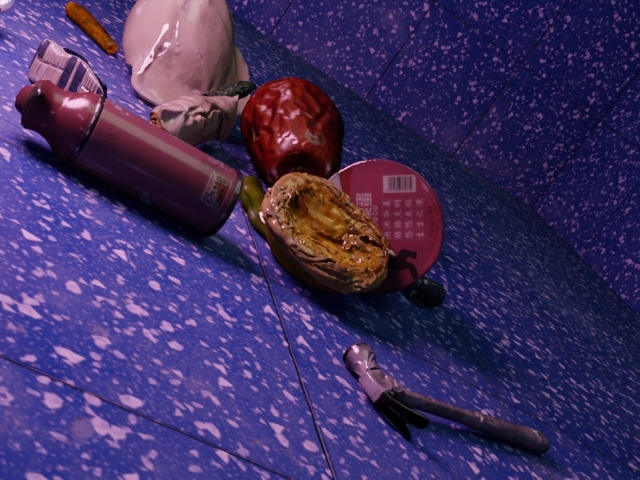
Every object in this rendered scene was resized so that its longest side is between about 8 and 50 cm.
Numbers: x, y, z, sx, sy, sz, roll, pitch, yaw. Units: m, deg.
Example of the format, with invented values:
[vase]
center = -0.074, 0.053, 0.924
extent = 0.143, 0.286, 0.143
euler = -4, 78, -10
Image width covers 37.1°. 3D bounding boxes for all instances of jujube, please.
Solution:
[jujube]
center = -0.055, -0.211, 1.966
extent = 0.223, 0.223, 0.318
euler = 30, 23, -21

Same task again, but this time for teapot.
[teapot]
center = 0.200, 0.103, 1.864
extent = 0.083, 0.063, 0.049
euler = 27, -14, -23

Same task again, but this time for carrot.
[carrot]
center = -0.487, -0.452, 2.032
extent = 0.170, 0.042, 0.042
euler = 46, 17, 26

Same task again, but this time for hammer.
[hammer]
center = 0.209, 0.254, 1.413
extent = 0.427, 0.044, 0.152
euler = 23, 21, -42

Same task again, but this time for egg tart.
[egg tart]
center = 0.000, 0.000, 1.550
extent = 0.252, 0.098, 0.231
euler = 20, 44, -28

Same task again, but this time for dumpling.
[dumpling]
center = -0.259, -0.387, 1.998
extent = 0.316, 0.233, 0.395
euler = 37, 37, -25

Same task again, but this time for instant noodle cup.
[instant noodle cup]
center = 0.105, -0.023, 1.717
extent = 0.235, 0.234, 0.178
euler = 37, 5, 5

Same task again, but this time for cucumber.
[cucumber]
center = -0.212, -0.279, 1.903
extent = 0.044, 0.043, 0.257
euler = 44, 40, 9

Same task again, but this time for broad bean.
[broad bean]
center = -0.111, -0.067, 1.673
extent = 0.065, 0.046, 0.254
euler = 43, 9, -27

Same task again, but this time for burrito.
[burrito]
center = -0.224, -0.203, 1.701
extent = 0.076, 0.117, 0.392
euler = 25, 15, 5

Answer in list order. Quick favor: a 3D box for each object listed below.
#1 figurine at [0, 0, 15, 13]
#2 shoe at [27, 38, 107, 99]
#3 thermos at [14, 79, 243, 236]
[figurine]
center = -0.582, -0.409, 1.603
extent = 0.114, 0.079, 0.114
euler = 7, 62, -13
[shoe]
center = -0.386, -0.251, 1.526
extent = 0.106, 0.091, 0.207
euler = 18, 17, -43
[thermos]
center = -0.280, -0.131, 1.369
extent = 0.330, 0.109, 0.136
euler = 29, 17, -25
